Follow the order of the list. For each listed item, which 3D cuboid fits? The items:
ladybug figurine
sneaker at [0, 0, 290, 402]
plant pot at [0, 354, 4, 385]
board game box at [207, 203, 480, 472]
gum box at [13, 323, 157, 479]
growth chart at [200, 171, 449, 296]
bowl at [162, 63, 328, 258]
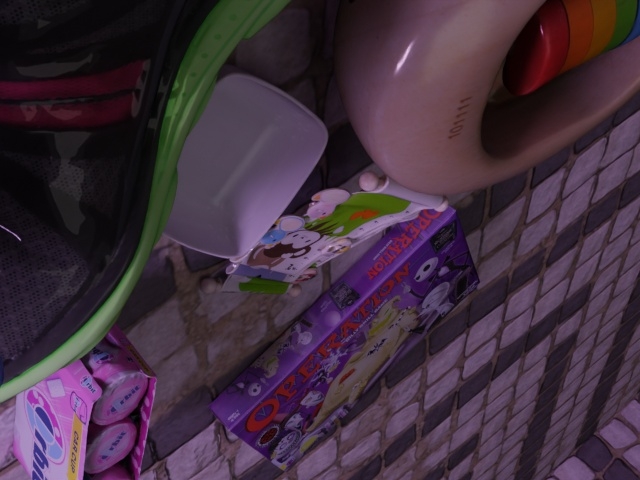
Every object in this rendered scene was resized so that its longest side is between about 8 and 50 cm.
[{"bbox_3d":[0.181,-0.208,0.812,0.449,0.162,0.305,-26,145,-32],"label":"ladybug figurine"},{"bbox_3d":[-0.153,-0.114,0.525,0.202,0.185,0.483,21,106,-40],"label":"sneaker"},{"bbox_3d":[-0.289,-0.021,0.349,0.236,0.212,0.236,-29,130,-29],"label":"plant pot"},{"bbox_3d":[0.041,0.116,1.136,0.347,0.056,0.208,-44,146,-6],"label":"board game box"},{"bbox_3d":[-0.197,0.142,0.795,0.062,0.107,0.188,-20,141,-38],"label":"gum box"},{"bbox_3d":[0.000,0.000,0.876,0.237,0.021,0.172,-31,160,35],"label":"growth chart"},{"bbox_3d":[-0.076,-0.065,0.747,0.142,0.053,0.142,-53,141,9],"label":"bowl"}]
